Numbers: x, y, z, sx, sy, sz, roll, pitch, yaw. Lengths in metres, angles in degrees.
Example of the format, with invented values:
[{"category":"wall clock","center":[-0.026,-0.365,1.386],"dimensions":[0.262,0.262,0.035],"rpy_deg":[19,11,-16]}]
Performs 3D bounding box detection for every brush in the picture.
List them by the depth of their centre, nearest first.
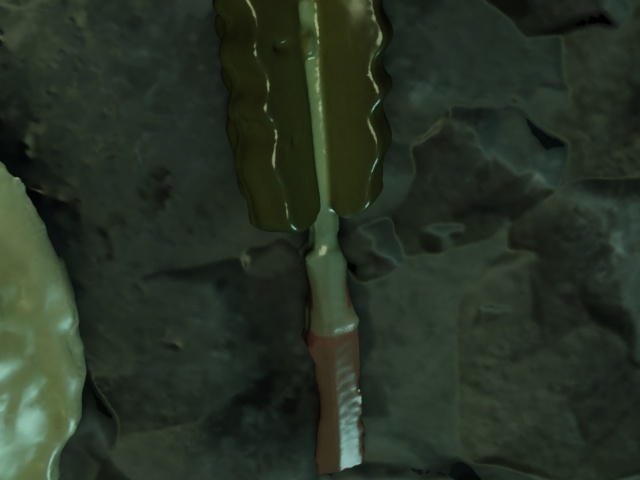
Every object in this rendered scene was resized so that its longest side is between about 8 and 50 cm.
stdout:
[{"category":"brush","center":[0.000,0.000,0.883],"dimensions":[0.084,0.071,0.301],"rpy_deg":[-9,122,-7]}]

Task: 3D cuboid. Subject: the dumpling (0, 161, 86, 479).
[{"category":"dumpling","center":[-0.266,0.053,0.784],"dimensions":[0.395,0.233,0.315],"rpy_deg":[34,110,-34]}]
